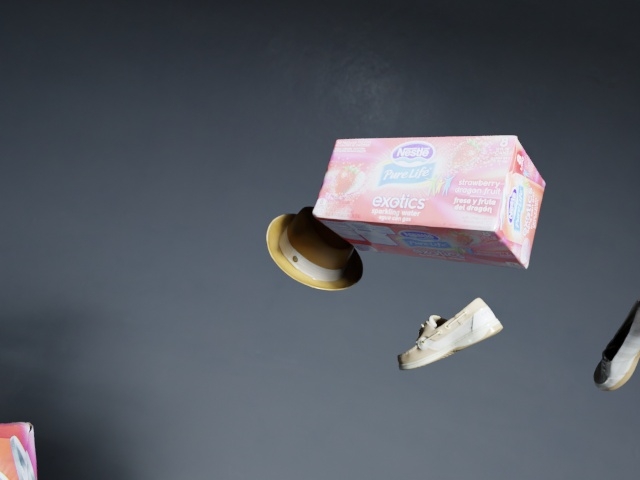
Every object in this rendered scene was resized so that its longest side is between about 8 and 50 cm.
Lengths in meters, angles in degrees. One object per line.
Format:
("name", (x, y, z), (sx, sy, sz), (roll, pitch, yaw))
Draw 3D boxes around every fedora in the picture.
("fedora", (0.000, 0.000, 1.065), (0.194, 0.079, 0.194), (17, 39, -14))

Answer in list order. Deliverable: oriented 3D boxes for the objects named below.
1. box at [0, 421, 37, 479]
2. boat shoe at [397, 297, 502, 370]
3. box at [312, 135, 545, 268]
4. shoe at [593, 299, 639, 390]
("box", (-0.276, 0.177, 0.282), (0.256, 0.123, 0.128), (-20, -19, 16))
("boat shoe", (0.169, 0.130, 0.827), (0.170, 0.059, 0.063), (-35, -17, 35))
("box", (0.160, -0.061, 0.902), (0.300, 0.142, 0.154), (6, -18, 38))
("shoe", (0.557, 0.193, 1.097), (0.058, 0.219, 0.076), (20, 35, 2))
